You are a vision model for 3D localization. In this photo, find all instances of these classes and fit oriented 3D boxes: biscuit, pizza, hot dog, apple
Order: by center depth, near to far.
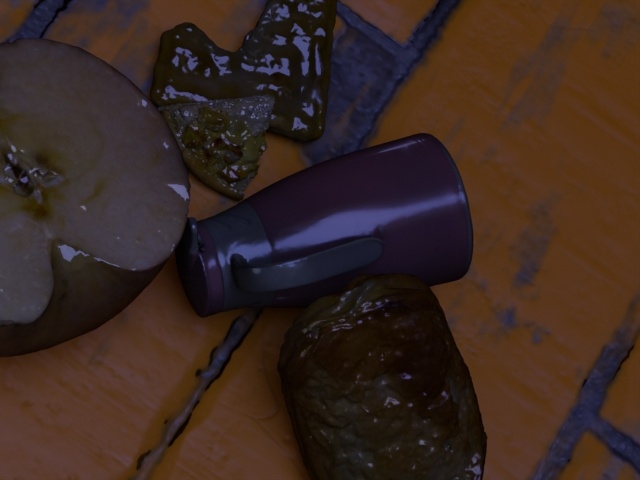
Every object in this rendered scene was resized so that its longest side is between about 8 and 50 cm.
[{"bbox_3d":[-0.279,-0.021,1.561,0.293,0.163,0.251,-24,76,-34],"label":"apple"},{"bbox_3d":[0.055,0.140,1.623,0.175,0.114,0.259,-18,113,-2],"label":"hot dog"},{"bbox_3d":[-0.087,-0.106,1.685,0.108,0.026,0.123,-42,112,1],"label":"pizza"},{"bbox_3d":[-0.073,-0.189,1.730,0.183,0.039,0.174,7,77,-17],"label":"biscuit"}]

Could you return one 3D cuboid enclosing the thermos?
[{"bbox_3d":[0.000,0.000,1.641,0.265,0.176,0.146,-15,103,-20],"label":"thermos"}]
